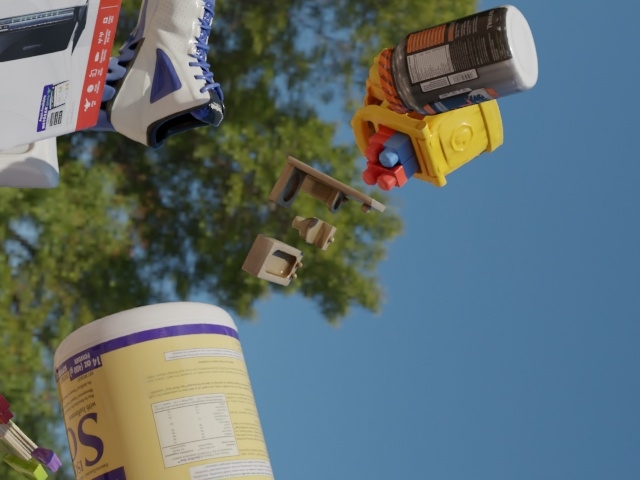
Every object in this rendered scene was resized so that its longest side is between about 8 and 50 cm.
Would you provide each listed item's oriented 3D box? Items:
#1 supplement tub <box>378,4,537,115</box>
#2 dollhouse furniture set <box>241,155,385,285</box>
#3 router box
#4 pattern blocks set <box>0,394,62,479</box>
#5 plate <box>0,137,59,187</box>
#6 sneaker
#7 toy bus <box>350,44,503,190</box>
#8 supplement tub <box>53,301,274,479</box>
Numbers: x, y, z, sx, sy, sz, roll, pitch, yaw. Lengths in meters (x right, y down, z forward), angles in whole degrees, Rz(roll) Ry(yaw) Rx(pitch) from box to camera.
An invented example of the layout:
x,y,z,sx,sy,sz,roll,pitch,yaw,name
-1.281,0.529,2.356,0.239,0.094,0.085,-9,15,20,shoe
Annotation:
x,y,z,sx,sy,sz,roll,pitch,yaw,name
0.180,-0.232,1.709,0.190,0.117,0.117,-13,-114,28,supplement tub
0.000,0.000,1.621,0.151,0.123,0.144,-63,160,1,dollhouse furniture set
-0.386,-0.278,1.642,0.082,0.301,0.335,31,-58,24,router box
-0.498,0.261,1.902,0.325,0.285,0.026,13,-125,41,pattern blocks set
-0.591,-0.188,2.219,0.278,0.277,0.045,-106,-157,-50,plate
-0.199,-0.261,1.911,0.315,0.182,0.127,-59,168,-2,sneaker
0.122,-0.165,1.898,0.220,0.211,0.149,26,-30,44,toy bus
-0.188,0.266,1.613,0.241,0.241,0.331,-46,-125,56,supplement tub
